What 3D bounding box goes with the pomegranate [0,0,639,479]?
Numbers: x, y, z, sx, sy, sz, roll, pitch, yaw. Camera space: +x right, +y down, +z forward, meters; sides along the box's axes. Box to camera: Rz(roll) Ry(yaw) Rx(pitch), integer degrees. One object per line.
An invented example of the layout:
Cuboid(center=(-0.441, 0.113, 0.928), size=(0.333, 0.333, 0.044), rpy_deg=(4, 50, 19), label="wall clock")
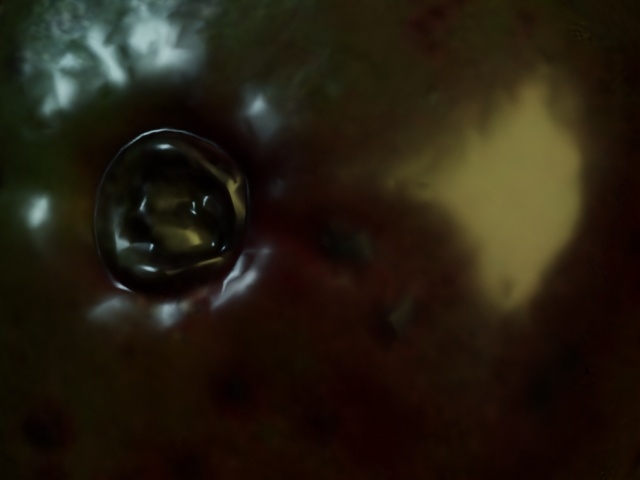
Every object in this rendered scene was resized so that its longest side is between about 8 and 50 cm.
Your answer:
Cuboid(center=(-0.014, -0.018, 0.639), size=(0.323, 0.290, 0.291), rpy_deg=(-82, 155, -70), label="pomegranate")
